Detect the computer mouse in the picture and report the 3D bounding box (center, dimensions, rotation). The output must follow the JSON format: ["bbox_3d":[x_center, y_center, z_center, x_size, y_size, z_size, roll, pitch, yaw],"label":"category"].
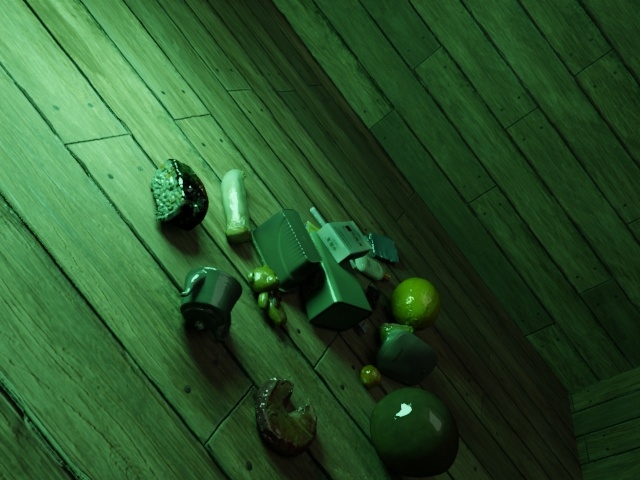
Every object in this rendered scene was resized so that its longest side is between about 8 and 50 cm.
[{"bbox_3d":[0.350,0.479,1.857,0.331,0.197,0.095,34,5,-32],"label":"computer mouse"}]

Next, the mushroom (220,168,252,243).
[{"bbox_3d":[-0.304,-0.134,1.664,0.122,0.095,0.350,52,22,-48],"label":"mushroom"}]

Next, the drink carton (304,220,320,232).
[{"bbox_3d":[0.000,0.000,1.975,0.200,0.075,0.084,35,35,-32],"label":"drink carton"}]

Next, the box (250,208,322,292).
[{"bbox_3d":[-0.121,0.034,1.653,0.138,0.178,0.274,-5,62,-57],"label":"box"}]

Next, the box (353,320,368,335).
[{"bbox_3d":[0.143,0.325,1.872,0.117,0.036,0.050,52,28,-2],"label":"box"}]

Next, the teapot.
[{"bbox_3d":[-0.305,0.185,1.265,0.239,0.163,0.148,68,22,-44],"label":"teapot"}]

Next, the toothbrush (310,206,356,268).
[{"bbox_3d":[0.057,-0.009,2.123,0.342,0.025,0.030,56,31,2],"label":"toothbrush"}]

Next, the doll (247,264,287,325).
[{"bbox_3d":[-0.158,0.180,1.532,0.209,0.097,0.137,62,24,5],"label":"doll"}]

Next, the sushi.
[{"bbox_3d":[-0.435,-0.145,1.431,0.126,0.136,0.225,34,28,-47],"label":"sushi"}]

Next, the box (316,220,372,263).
[{"bbox_3d":[0.101,0.003,1.848,0.155,0.067,0.243,57,25,14],"label":"box"}]

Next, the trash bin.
[{"bbox_3d":[0.028,0.154,1.772,0.223,0.158,0.343,23,35,-45],"label":"trash bin"}]

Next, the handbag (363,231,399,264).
[{"bbox_3d":[0.323,0.044,2.430,0.221,0.057,0.144,21,46,-45],"label":"handbag"}]

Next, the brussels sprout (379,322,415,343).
[{"bbox_3d":[0.318,0.414,1.950,0.149,0.152,0.121,30,68,-76],"label":"brussels sprout"}]

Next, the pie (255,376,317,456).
[{"bbox_3d":[-0.095,0.499,1.313,0.218,0.054,0.204,45,29,-14],"label":"pie"}]

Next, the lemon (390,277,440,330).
[{"bbox_3d":[0.441,0.295,2.147,0.236,0.236,0.263,33,54,-33],"label":"lemon"}]

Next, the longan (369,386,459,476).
[{"bbox_3d":[0.310,0.636,1.526,0.297,0.297,0.297,36,33,-29],"label":"longan"}]

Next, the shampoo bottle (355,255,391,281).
[{"bbox_3d":[0.257,0.142,2.224,0.221,0.051,0.108,31,35,-36],"label":"shampoo bottle"}]

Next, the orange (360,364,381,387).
[{"bbox_3d":[0.184,0.502,1.705,0.083,0.070,0.083,52,26,-38],"label":"orange"}]

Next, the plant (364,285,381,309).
[{"bbox_3d":[0.222,0.262,2.022,0.174,0.087,0.085,-57,133,-55],"label":"plant"}]
